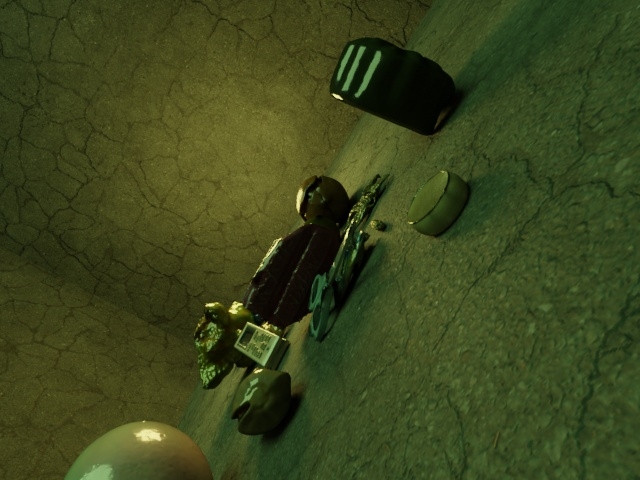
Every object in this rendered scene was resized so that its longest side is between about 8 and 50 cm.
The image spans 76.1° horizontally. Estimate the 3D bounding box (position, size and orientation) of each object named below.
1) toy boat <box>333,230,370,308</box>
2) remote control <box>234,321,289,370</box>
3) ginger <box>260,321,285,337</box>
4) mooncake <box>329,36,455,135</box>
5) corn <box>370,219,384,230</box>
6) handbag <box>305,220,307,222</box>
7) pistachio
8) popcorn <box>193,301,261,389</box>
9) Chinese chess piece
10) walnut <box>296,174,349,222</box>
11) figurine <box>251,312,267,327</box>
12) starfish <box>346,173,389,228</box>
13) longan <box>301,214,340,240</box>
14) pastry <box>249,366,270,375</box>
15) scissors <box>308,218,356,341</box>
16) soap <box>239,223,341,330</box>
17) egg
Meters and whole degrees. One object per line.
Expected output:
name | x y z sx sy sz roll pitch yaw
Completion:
toy boat | 0.068 0.070 1.032 0.084 0.066 0.210 108 179 -77
remote control | -0.205 0.347 1.367 0.277 0.055 0.103 0 58 59
ginger | -0.171 0.314 1.452 0.176 0.052 0.193 -150 69 -66
mooncake | 0.199 -0.435 1.151 0.351 0.351 0.187 -83 14 -68
corn | 0.147 -0.041 1.053 0.028 0.027 0.083 -42 9 3
handbag | -0.066 0.064 1.546 0.235 0.127 0.213 -60 -19 -14
pistachio | -0.138 0.380 0.952 0.152 0.126 0.223 -19 -31 -47
popcorn | -0.348 0.404 1.635 0.325 0.290 0.321 -9 82 38
Chinese chess piece | 0.210 -0.067 0.738 0.122 0.051 0.122 -55 12 17
walnut | 0.012 -0.151 1.606 0.209 0.209 0.336 -57 -2 10
figurine | -0.190 0.274 1.572 0.195 0.111 0.102 -28 -5 34
starfish | 0.133 -0.114 1.294 0.247 0.050 0.138 -56 8 -2
longan | 0.000 0.000 1.405 0.145 0.176 0.154 -6 15 24
pastry | -0.182 0.429 1.146 0.153 0.081 0.153 -155 90 -89
scissors | 0.022 0.086 0.983 0.191 0.029 0.360 -93 16 -48
soap | -0.070 0.094 1.190 0.325 0.220 0.127 -61 14 -3
egg | -0.396 0.619 0.917 0.339 0.354 0.355 -13 44 54
